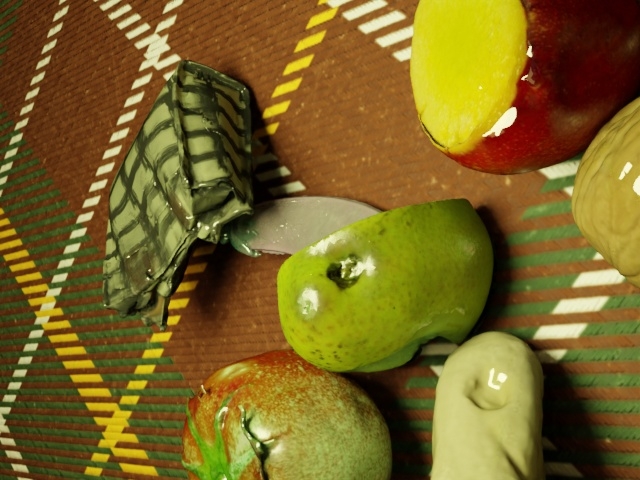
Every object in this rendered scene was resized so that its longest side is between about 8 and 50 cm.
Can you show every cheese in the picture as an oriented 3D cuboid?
[{"bbox_3d":[0.201,0.318,0.934,0.130,0.351,0.328,-4,126,18],"label":"cheese"}]

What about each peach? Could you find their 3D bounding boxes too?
[{"bbox_3d":[0.223,-0.196,0.860,0.274,0.245,0.248,-95,-6,-49],"label":"peach"}]

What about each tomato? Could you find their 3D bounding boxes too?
[{"bbox_3d":[-0.039,0.289,1.092,0.303,0.239,0.303,20,116,51],"label":"tomato"}]

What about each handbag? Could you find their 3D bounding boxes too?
[{"bbox_3d":[-0.230,-0.069,1.284,0.325,0.163,0.327,-54,30,30],"label":"handbag"}]

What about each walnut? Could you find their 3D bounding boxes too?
[{"bbox_3d":[0.357,-0.050,0.750,0.228,0.228,0.228,-2,88,43],"label":"walnut"}]

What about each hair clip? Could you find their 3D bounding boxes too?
[{"bbox_3d":[0.000,-0.002,1.190,0.359,0.095,0.110,13,60,39],"label":"hair clip"}]

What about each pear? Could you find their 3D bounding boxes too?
[{"bbox_3d":[0.068,0.071,0.980,0.292,0.292,0.159,-34,70,38],"label":"pear"}]
